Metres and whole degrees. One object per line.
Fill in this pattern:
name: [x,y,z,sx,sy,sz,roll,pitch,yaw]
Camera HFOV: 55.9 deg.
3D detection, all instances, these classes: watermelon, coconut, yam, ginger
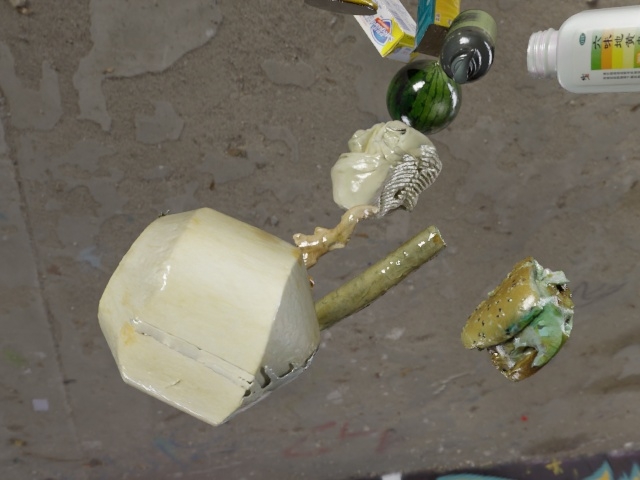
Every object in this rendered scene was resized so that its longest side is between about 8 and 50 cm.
watermelon: [0.334,-0.460,1.942,0.243,0.242,0.242,-7,138,-6]
coconut: [-0.148,0.113,0.885,0.323,0.322,0.323,-7,138,-6]
yam: [0.121,0.093,1.372,0.372,0.083,0.083,-36,133,18]
ginger: [0.000,0.000,1.320,0.288,0.089,0.075,-36,160,10]

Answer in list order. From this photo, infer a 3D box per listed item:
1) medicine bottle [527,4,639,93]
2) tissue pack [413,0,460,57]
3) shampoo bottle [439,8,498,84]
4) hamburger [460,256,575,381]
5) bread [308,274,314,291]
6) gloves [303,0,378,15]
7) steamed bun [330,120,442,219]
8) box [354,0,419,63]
medicine bottle: [0.637,-0.421,1.340,0.324,0.124,0.179,10,120,36]
tissue pack: [0.285,-0.545,1.456,0.082,0.169,0.120,12,158,-9]
shampoo bottle: [0.282,-0.363,1.150,0.101,0.283,0.101,9,124,13]
hamburger: [0.422,0.180,1.279,0.168,0.192,0.288,38,116,4]
bread: [-0.055,0.112,1.479,0.081,0.046,0.083,5,125,12]
gloves: [0.056,-0.509,0.923,0.133,0.116,0.294,9,103,-2]
steamed bun: [0.158,-0.194,1.624,0.320,0.206,0.275,-12,137,-48]
box: [0.192,-0.667,1.810,0.097,0.265,0.168,-40,164,32]
